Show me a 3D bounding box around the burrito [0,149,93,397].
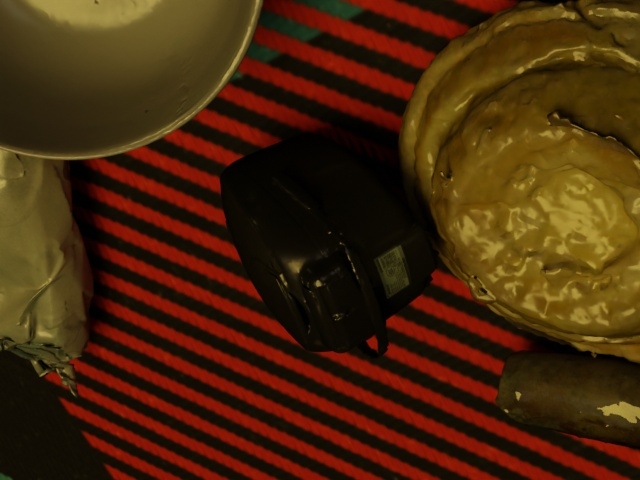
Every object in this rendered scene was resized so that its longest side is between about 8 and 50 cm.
[{"bbox_3d":[-0.278,-0.048,1.143,0.139,0.101,0.446,6,120,21],"label":"burrito"}]

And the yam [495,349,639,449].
[{"bbox_3d":[0.286,0.129,0.961,0.317,0.067,0.071,6,111,26],"label":"yam"}]

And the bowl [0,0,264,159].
[{"bbox_3d":[-0.179,-0.213,0.932,0.286,0.144,0.287,0,111,-1],"label":"bowl"}]

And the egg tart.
[{"bbox_3d":[0.181,-0.025,0.903,0.290,0.115,0.290,15,125,22],"label":"egg tart"}]

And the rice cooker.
[{"bbox_3d":[0.000,0.001,0.973,0.203,0.118,0.142,44,159,50],"label":"rice cooker"}]
